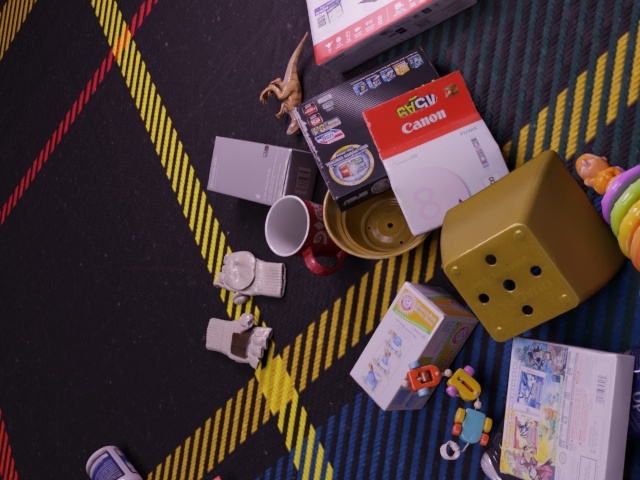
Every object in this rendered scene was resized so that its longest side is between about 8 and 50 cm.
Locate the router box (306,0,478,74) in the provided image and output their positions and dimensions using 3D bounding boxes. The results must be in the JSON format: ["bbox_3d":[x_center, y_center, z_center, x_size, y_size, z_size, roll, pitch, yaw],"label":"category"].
[{"bbox_3d":[0.117,-0.529,1.562,0.335,0.082,0.301,-21,71,38],"label":"router box"}]

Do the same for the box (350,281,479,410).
[{"bbox_3d":[0.163,0.185,1.403,0.103,0.114,0.203,43,113,39],"label":"box"}]

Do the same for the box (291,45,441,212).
[{"bbox_3d":[0.111,-0.203,1.456,0.270,0.060,0.216,-25,63,3],"label":"box"}]

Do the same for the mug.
[{"bbox_3d":[-0.007,-0.001,1.543,0.113,0.169,0.150,-10,78,40],"label":"mug"}]

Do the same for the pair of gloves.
[{"bbox_3d":[-0.172,0.145,1.754,0.204,0.042,0.240,14,93,42],"label":"pair of gloves"}]

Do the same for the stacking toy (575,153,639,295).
[{"bbox_3d":[0.471,-0.042,1.161,0.166,0.175,0.302,-55,40,21],"label":"stacking toy"}]

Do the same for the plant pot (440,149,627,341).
[{"bbox_3d":[0.300,0.026,1.200,0.212,0.187,0.212,-34,95,33],"label":"plant pot"}]

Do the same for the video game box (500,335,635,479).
[{"bbox_3d":[0.341,0.248,1.131,0.187,0.048,0.205,5,88,56],"label":"video game box"}]

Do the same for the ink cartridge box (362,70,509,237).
[{"bbox_3d":[0.197,-0.147,1.354,0.189,0.066,0.232,-23,93,3],"label":"ink cartridge box"}]

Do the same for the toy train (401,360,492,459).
[{"bbox_3d":[0.206,0.269,1.315,0.046,0.125,0.166,109,142,-67],"label":"toy train"}]

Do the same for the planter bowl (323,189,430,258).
[{"bbox_3d":[0.120,-0.045,1.467,0.217,0.090,0.217,-8,61,14],"label":"planter bowl"}]

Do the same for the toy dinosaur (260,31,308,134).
[{"bbox_3d":[-0.066,-0.330,1.725,0.112,0.064,0.212,2,95,24],"label":"toy dinosaur"}]

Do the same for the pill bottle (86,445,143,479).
[{"bbox_3d":[-0.484,0.580,1.935,0.169,0.094,0.094,36,108,39],"label":"pill bottle"}]

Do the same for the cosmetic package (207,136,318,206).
[{"bbox_3d":[-0.124,-0.144,1.711,0.238,0.107,0.127,12,95,39],"label":"cosmetic package"}]

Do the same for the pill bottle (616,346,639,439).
[{"bbox_3d":[0.490,0.198,1.108,0.219,0.122,0.123,-24,69,37],"label":"pill bottle"}]

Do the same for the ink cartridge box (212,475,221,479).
[{"bbox_3d":[-0.248,0.670,1.662,0.239,0.060,0.275,-38,68,9],"label":"ink cartridge box"}]

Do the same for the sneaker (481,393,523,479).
[{"bbox_3d":[0.369,0.323,1.210,0.268,0.101,0.153,16,97,44],"label":"sneaker"}]
